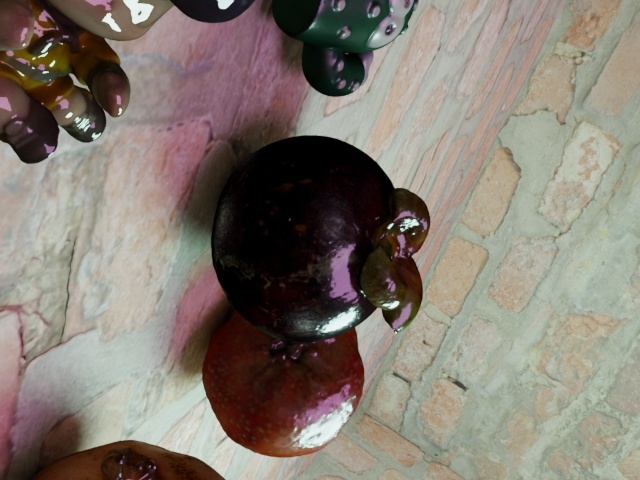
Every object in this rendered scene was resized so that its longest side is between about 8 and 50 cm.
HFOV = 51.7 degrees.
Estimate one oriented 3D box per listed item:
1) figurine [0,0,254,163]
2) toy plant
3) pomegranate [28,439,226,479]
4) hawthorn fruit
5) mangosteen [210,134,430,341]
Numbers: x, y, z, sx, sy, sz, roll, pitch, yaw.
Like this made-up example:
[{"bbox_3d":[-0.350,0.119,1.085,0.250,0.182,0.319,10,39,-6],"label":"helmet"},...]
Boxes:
[{"bbox_3d":[-0.139,-0.179,0.408,0.257,0.167,0.192,-37,170,12],"label":"figurine"},{"bbox_3d":[0.046,-0.288,0.782,0.232,0.112,0.243,-55,157,7],"label":"toy plant"},{"bbox_3d":[-0.242,0.391,0.818,0.338,0.338,0.338,-49,160,-25],"label":"pomegranate"},{"bbox_3d":[-0.063,0.234,1.131,0.287,0.287,0.330,-49,166,-26],"label":"hawthorn fruit"},{"bbox_3d":[0.000,0.000,0.863,0.288,0.288,0.288,-49,160,-25],"label":"mangosteen"}]
